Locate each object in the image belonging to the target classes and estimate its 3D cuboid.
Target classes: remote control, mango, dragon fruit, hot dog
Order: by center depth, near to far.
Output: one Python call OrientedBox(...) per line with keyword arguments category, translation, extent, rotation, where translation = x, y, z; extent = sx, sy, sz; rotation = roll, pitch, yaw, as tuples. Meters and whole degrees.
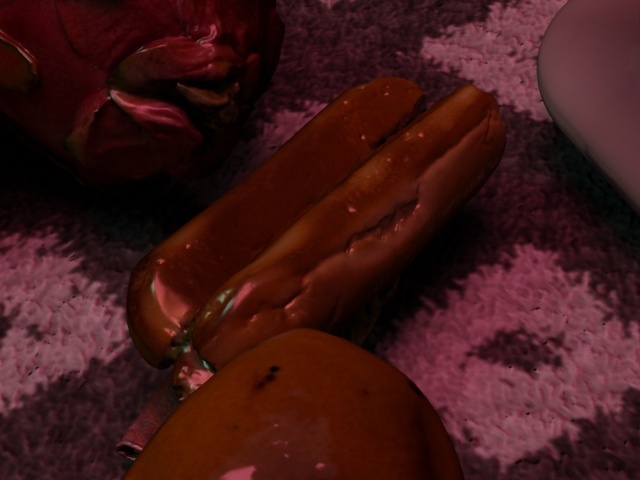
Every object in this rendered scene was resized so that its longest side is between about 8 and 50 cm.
OrientedBox(category="mango", translation=(-0.023, 0.165, 0.790), extent=(0.201, 0.153, 0.287), rotation=(14, 43, 5))
OrientedBox(category="hot dog", translation=(0.000, 0.000, 1.005), extent=(0.135, 0.100, 0.337), rotation=(10, 36, 32))
OrientedBox(category="remote control", translation=(0.288, -0.081, 1.093), extent=(0.221, 0.103, 0.332), rotation=(-22, 48, -16))
OrientedBox(category="dragon fruit", translation=(-0.143, -0.169, 1.154), extent=(0.250, 0.250, 0.315), rotation=(-2, 46, 3))

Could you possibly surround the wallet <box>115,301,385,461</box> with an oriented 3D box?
OrientedBox(category="wallet", translation=(-0.037, 0.080, 0.999), extent=(0.103, 0.020, 0.196), rotation=(14, 41, 18))
